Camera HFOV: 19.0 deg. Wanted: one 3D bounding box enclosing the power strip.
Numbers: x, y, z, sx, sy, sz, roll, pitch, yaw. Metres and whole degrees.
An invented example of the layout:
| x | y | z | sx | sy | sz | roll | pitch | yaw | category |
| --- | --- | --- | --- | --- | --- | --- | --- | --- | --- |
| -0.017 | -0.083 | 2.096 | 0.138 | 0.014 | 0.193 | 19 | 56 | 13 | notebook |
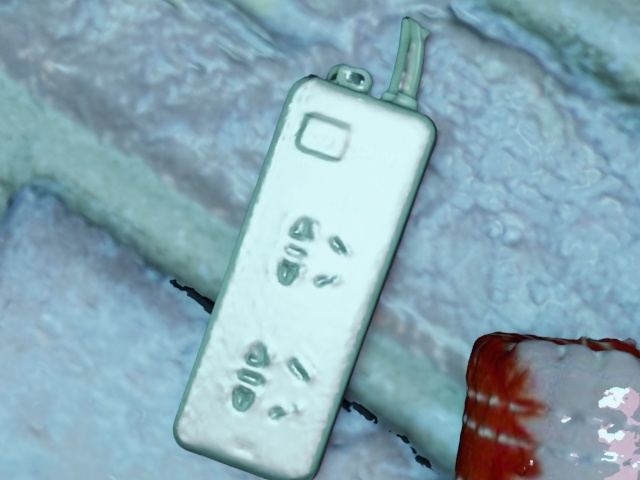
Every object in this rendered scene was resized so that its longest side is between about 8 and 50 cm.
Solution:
| x | y | z | sx | sy | sz | roll | pitch | yaw | category |
| --- | --- | --- | --- | --- | --- | --- | --- | --- | --- |
| 0.000 | 0.000 | 1.141 | 0.093 | 0.053 | 0.288 | 19 | 92 | 5 | power strip |

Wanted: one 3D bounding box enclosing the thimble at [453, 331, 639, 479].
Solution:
| x | y | z | sx | sy | sz | roll | pitch | yaw | category |
| --- | --- | --- | --- | --- | --- | --- | --- | --- | --- |
| 0.157 | 0.117 | 1.057 | 0.163 | 0.189 | 0.125 | 7 | 90 | 3 | thimble |
